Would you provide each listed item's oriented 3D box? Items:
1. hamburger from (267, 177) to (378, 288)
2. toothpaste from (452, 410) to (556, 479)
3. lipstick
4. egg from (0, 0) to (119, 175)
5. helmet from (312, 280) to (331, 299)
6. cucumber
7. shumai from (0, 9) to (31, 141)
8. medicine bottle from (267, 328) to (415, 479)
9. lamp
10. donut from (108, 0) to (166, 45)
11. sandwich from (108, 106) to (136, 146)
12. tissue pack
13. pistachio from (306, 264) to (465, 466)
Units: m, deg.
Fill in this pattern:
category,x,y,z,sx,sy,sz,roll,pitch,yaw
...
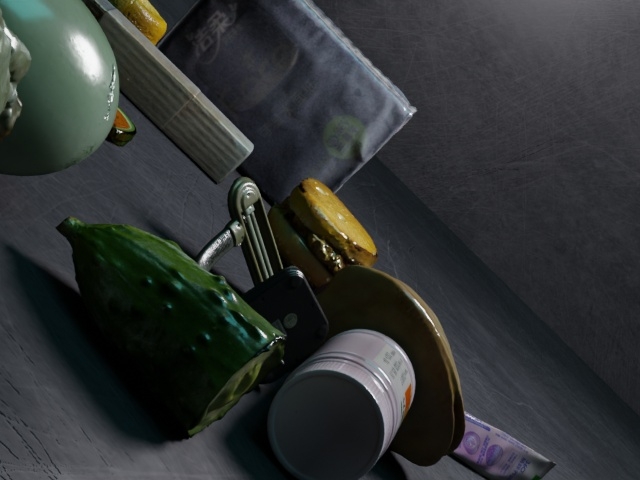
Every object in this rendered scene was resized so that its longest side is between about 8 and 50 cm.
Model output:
category,x,y,z,sx,sy,sz,roll,pitch,yaw
hamburger,0.003,0.005,1.951,0.191,0.118,0.182,47,14,22
toothpaste,0.234,0.301,1.888,0.301,0.075,0.048,35,-7,-34
lipstick,-0.261,-0.246,1.968,0.371,0.080,0.076,45,10,-8
egg,-0.314,-0.174,1.207,0.282,0.203,0.203,37,14,-36
helmet,0.050,0.118,1.771,0.155,0.106,0.175,36,19,-40
cucumber,-0.155,0.063,1.198,0.244,0.134,0.134,43,11,8
shumai,-0.309,-0.130,0.952,0.304,0.309,0.263,16,-24,34
medicine bottle,0.027,0.178,1.400,0.133,0.133,0.249,47,10,5
lamp,-0.071,0.077,1.530,0.203,0.124,0.283,63,-2,-31
donut,-0.346,-0.424,2.340,0.152,0.058,0.152,46,10,-11
sandwich,-0.286,-0.164,1.737,0.101,0.026,0.069,49,16,31
tissue pack,-0.071,-0.260,2.168,0.394,0.288,0.124,46,12,-1
pistachio,0.091,0.155,1.590,0.260,0.163,0.213,48,-32,8
